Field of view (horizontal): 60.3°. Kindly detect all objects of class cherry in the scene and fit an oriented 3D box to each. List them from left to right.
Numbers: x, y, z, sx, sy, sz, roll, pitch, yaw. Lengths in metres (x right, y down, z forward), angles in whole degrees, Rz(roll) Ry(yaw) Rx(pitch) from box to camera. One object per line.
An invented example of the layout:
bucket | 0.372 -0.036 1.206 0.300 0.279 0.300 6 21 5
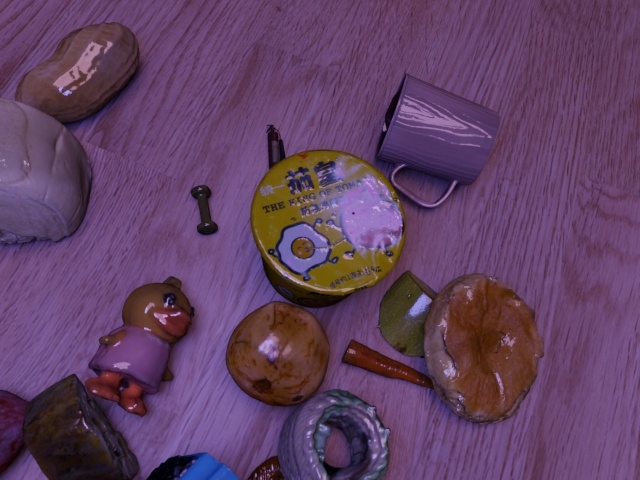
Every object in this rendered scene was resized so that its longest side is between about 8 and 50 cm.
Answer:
cherry | -0.643 0.363 1.008 0.249 0.175 0.192 -21 82 -29

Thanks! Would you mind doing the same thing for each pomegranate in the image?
pomegranate | -0.086 0.229 1.150 0.215 0.215 0.216 3 67 -8

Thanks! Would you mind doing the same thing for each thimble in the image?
thimble | 0.024 0.413 1.092 0.218 0.150 0.219 11 58 -19

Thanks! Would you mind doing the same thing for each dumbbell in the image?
dumbbell | -0.278 -0.073 1.317 0.046 0.052 0.118 -19 69 13

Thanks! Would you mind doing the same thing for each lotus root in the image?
lotus root | -0.442 0.378 1.016 0.118 0.138 0.235 -30 105 -11

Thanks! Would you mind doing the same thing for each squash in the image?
squash | 0.232 0.174 1.282 0.191 0.085 0.184 38 66 9

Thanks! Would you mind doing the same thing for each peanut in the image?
peanut | -0.588 -0.405 1.349 0.174 0.158 0.340 40 69 -15

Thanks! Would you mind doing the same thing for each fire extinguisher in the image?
fire extinguisher | -0.113 -0.228 1.421 0.048 0.035 0.173 -3 71 -7

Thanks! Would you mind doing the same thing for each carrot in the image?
carrot | 0.159 0.286 1.243 0.224 0.057 0.057 21 66 -4

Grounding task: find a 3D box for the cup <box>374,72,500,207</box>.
cup | 0.283 -0.250 1.402 0.273 0.208 0.289 19 64 -3

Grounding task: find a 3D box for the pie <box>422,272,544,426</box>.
pie | 0.368 0.237 1.241 0.339 0.083 0.340 5 79 -25

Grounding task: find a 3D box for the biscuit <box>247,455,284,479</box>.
biscuit | -0.067 0.530 1.113 0.187 0.027 0.188 3 67 -7

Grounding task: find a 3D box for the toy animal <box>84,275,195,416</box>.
toy animal | -0.359 0.201 1.137 0.169 0.195 0.281 11 63 40

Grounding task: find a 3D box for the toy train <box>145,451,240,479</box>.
toy train | -0.210 0.507 0.955 0.265 0.300 0.188 50 54 -2

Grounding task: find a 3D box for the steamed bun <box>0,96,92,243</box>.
steamed bun | -0.640 -0.150 1.204 0.272 0.273 0.291 -4 71 -28

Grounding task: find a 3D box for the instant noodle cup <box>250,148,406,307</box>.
instant noodle cup | 0.000 0.000 1.222 0.325 0.254 0.326 4 67 -9
